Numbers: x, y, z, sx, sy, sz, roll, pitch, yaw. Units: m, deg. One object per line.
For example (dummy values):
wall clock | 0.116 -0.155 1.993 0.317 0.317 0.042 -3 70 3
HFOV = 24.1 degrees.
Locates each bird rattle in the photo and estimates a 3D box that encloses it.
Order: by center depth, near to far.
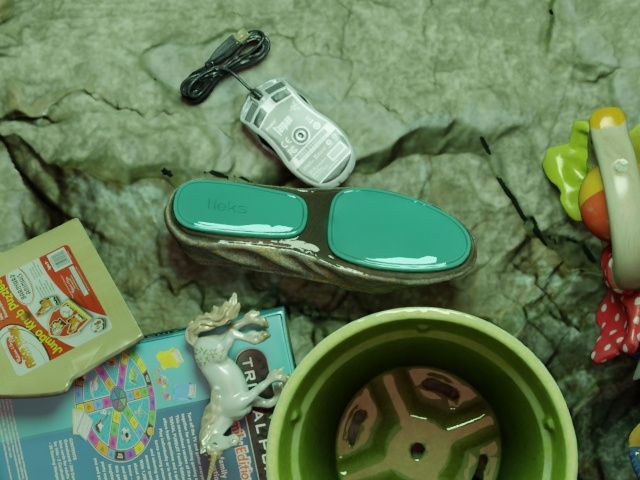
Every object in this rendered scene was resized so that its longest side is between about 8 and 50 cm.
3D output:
bird rattle | 0.286 -0.017 1.468 0.143 0.207 0.253 -2 65 12

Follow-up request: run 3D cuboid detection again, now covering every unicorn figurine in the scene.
unicorn figurine | -0.086 0.143 1.478 0.111 0.060 0.162 -24 75 1

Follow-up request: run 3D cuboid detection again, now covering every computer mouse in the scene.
computer mouse | -0.045 -0.126 1.551 0.106 0.042 0.193 -45 86 -3

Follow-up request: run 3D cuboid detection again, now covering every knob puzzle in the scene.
knob puzzle | -0.296 0.087 1.511 0.213 0.030 0.213 -4 56 6

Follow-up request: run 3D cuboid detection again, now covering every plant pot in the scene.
plant pot | 0.096 0.206 1.449 0.276 0.254 0.276 0 85 3

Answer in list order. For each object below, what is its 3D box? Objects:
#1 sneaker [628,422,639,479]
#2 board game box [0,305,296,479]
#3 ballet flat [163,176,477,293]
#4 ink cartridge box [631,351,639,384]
sneaker | 0.398 0.311 1.471 0.112 0.131 0.296 -19 54 7
board game box | -0.176 0.226 1.543 0.336 0.079 0.253 -11 92 0
ballet flat | 0.000 0.000 1.525 0.316 0.106 0.107 12 60 5
ink cartridge box | 0.418 0.168 1.482 0.206 0.208 0.045 32 76 -1
